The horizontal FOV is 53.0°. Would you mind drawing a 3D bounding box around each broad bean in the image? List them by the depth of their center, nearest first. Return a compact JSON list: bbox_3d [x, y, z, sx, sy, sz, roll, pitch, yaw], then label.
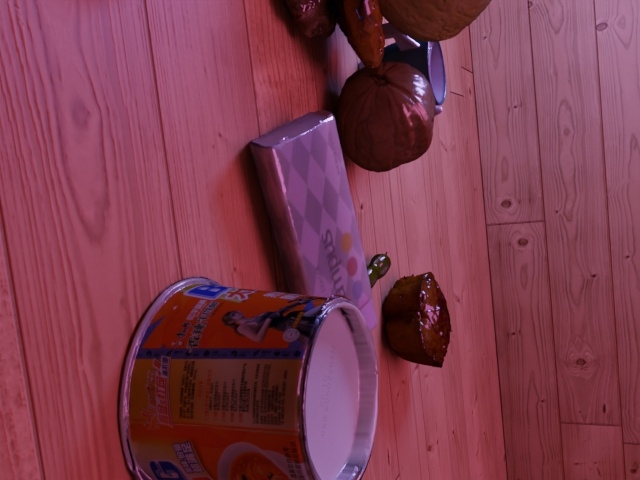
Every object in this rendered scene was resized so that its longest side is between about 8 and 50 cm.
[{"bbox_3d":[0.099,0.093,1.358,0.052,0.053,0.256,-63,174,35],"label":"broad bean"}]

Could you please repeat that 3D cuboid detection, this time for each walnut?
[{"bbox_3d":[0.133,-0.246,1.302,0.228,0.228,0.228,-4,90,-66],"label":"walnut"}]

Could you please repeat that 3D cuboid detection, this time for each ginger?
[{"bbox_3d":[-0.044,-0.472,1.093,0.333,0.080,0.166,60,17,-44],"label":"ginger"}]

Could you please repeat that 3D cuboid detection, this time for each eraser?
[{"bbox_3d":[-0.001,0.000,1.082,0.213,0.082,0.396,-37,121,-46],"label":"eraser"}]

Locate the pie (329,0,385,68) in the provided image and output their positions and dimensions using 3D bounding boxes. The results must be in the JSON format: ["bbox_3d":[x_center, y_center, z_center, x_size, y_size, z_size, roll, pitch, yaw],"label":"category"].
[{"bbox_3d":[0.052,-0.447,1.190,0.273,0.069,0.273,158,-90,-87],"label":"pie"}]

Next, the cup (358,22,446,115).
[{"bbox_3d":[0.185,-0.378,1.468,0.299,0.173,0.167,52,42,-50],"label":"cup"}]

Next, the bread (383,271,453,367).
[{"bbox_3d":[0.246,0.191,1.567,0.247,0.135,0.232,40,51,-58],"label":"bread"}]

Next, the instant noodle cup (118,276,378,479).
[{"bbox_3d":[-0.065,0.182,0.778,0.296,0.214,0.296,-4,90,-65],"label":"instant noodle cup"}]

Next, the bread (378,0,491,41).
[{"bbox_3d":[0.205,-0.550,1.243,0.320,0.237,0.320,36,36,-32],"label":"bread"}]
